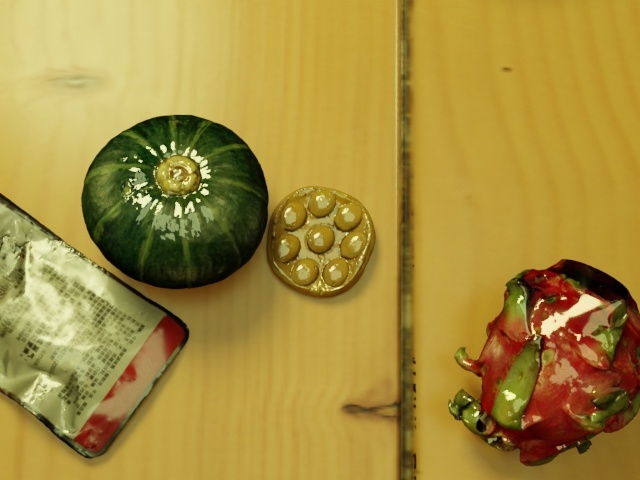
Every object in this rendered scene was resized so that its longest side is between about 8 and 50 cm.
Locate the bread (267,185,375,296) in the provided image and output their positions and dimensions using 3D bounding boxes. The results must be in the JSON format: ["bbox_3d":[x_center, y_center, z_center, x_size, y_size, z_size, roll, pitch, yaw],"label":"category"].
[{"bbox_3d":[0.000,0.000,0.869,0.110,0.024,0.110,1,79,-4],"label":"bread"}]

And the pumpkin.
[{"bbox_3d":[-0.129,-0.036,0.813,0.167,0.125,0.167,1,80,-7],"label":"pumpkin"}]

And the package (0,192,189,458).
[{"bbox_3d":[-0.258,0.077,0.831,0.239,0.030,0.154,34,78,1],"label":"package"}]

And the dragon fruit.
[{"bbox_3d":[0.202,0.112,0.805,0.166,0.160,0.172,34,81,-18],"label":"dragon fruit"}]
